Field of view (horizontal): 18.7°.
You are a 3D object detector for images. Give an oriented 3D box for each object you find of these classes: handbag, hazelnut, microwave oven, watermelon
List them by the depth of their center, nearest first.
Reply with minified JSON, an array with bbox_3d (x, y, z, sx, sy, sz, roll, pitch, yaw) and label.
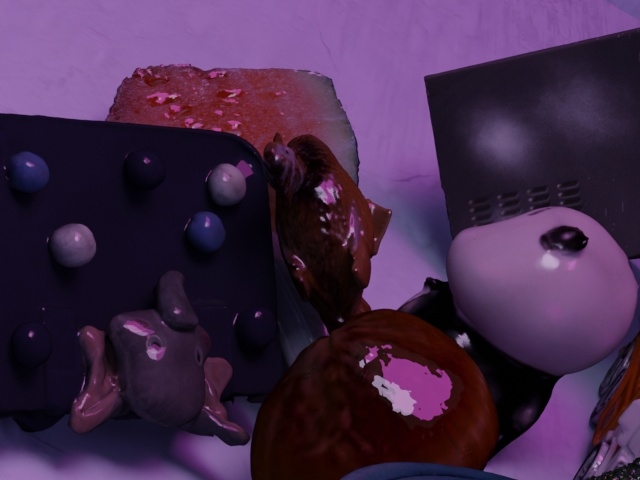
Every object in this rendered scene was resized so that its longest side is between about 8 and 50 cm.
[{"bbox_3d":[-0.157,0.040,1.531,0.325,0.118,0.269,-1,78,-50],"label":"handbag"},{"bbox_3d":[0.038,0.152,1.537,0.178,0.204,0.178,58,-1,1],"label":"hazelnut"},{"bbox_3d":[-0.100,-0.091,1.959,0.256,0.140,0.193,13,34,-16],"label":"watermelon"},{"bbox_3d":[0.361,-0.100,2.191,0.432,0.374,0.236,-6,87,-55],"label":"microwave oven"}]

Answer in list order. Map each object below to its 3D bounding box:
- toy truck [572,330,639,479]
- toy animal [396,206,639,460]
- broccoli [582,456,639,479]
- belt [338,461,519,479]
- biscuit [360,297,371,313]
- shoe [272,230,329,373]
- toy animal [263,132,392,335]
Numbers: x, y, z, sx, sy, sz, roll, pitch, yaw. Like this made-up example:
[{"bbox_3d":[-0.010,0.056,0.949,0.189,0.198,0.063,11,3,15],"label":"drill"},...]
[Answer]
[{"bbox_3d":[0.379,0.163,1.914,0.173,0.207,0.387,33,24,2],"label":"toy truck"},{"bbox_3d":[0.183,0.072,1.813,0.187,0.235,0.165,16,31,-47],"label":"toy animal"},{"bbox_3d":[0.293,0.270,1.679,0.156,0.195,0.195,40,16,-34],"label":"broccoli"},{"bbox_3d":[0.139,0.314,1.390,0.436,0.173,0.300,12,32,-38],"label":"belt"},{"bbox_3d":[-0.025,0.062,1.848,0.188,0.027,0.188,24,26,-13],"label":"biscuit"},{"bbox_3d":[-0.020,0.070,1.711,0.100,0.103,0.251,-10,57,-26],"label":"shoe"},{"bbox_3d":[0.000,0.000,1.613,0.179,0.089,0.188,30,47,-69],"label":"toy animal"}]
